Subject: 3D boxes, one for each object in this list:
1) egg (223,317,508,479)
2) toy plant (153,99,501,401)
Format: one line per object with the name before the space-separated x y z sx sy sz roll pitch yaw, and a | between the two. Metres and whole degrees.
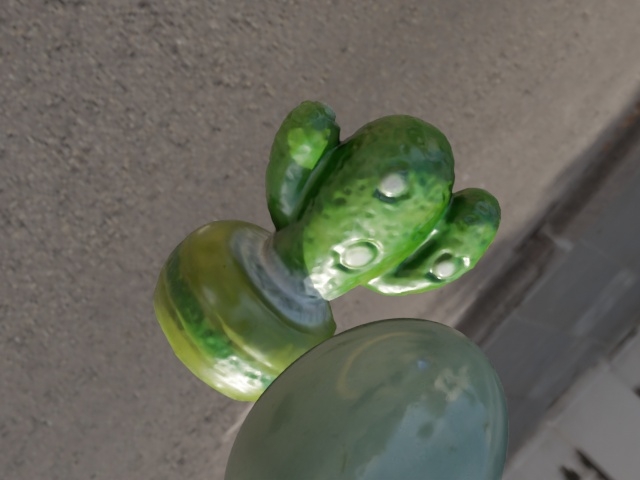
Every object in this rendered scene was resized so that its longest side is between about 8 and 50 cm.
egg | 0.027 0.132 0.665 0.192 0.149 0.149 -53 156 -4
toy plant | 0.000 0.000 1.071 0.316 0.224 0.184 -40 -163 21
